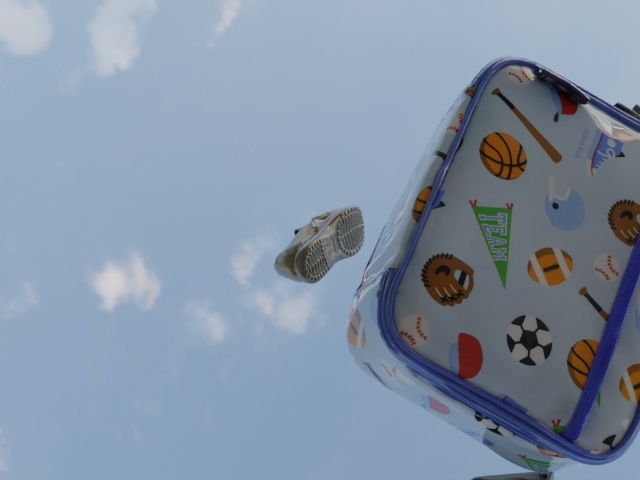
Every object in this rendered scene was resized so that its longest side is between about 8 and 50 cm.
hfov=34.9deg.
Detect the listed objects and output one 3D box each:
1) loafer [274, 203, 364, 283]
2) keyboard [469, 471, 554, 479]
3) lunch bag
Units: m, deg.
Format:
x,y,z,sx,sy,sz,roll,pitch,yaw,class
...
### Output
x,y,z,sx,sy,sz,roll,pitch,yaw,class
0.000,0.000,1.055,0.050,0.148,0.056,1,-71,29,loafer
0.141,0.238,0.775,0.108,0.180,0.023,-13,-69,29,keyboard
0.176,0.013,0.797,0.243,0.115,0.303,30,-113,-4,lunch bag
